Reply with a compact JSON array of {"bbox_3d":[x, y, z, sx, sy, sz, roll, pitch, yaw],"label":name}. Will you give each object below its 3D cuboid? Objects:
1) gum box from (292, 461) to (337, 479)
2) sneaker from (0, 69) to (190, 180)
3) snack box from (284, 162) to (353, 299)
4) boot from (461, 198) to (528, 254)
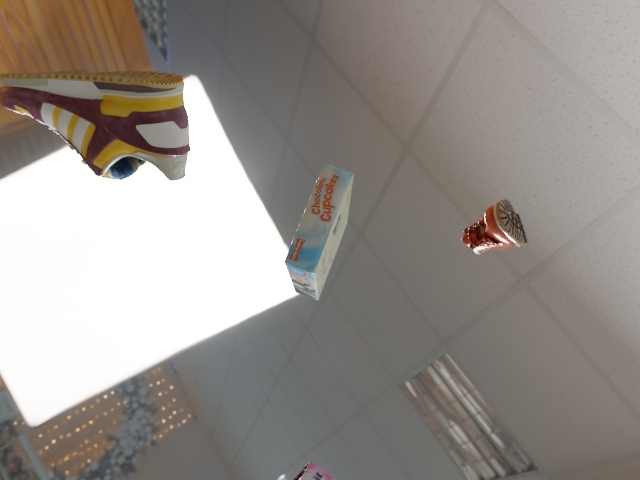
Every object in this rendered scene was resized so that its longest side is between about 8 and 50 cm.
[{"bbox_3d":[-0.014,0.394,0.738,0.107,0.062,0.188,33,-47,5],"label":"gum box"},{"bbox_3d":[-0.183,-0.089,0.419,0.185,0.069,0.083,11,-67,29],"label":"sneaker"},{"bbox_3d":[0.000,0.000,1.030,0.060,0.187,0.322,20,-13,5],"label":"snack box"},{"bbox_3d":[0.232,-0.010,0.729,0.085,0.158,0.059,-16,-106,22],"label":"boot"}]
